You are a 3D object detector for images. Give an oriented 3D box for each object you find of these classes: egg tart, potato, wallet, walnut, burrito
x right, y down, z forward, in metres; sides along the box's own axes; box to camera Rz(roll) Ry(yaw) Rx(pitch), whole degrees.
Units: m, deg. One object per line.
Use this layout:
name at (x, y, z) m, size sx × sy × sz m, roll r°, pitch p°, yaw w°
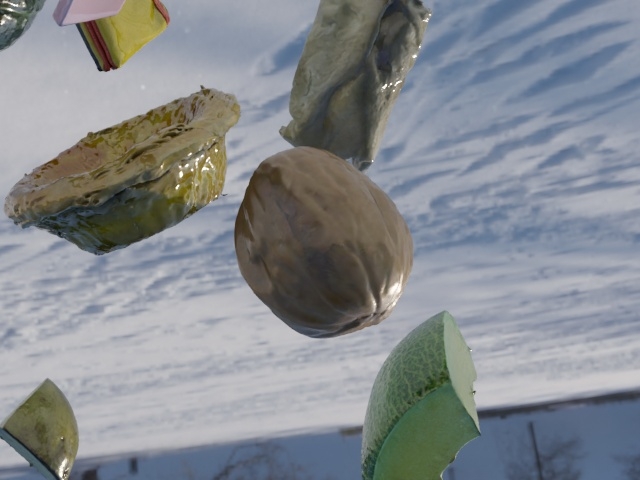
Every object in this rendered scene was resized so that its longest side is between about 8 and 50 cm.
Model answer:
egg tart at (-0.275, -0.093, 1.430) m, size 0.387 × 0.169 × 0.388 m, roll -24°, pitch -165°, yaw 7°
potato at (-0.408, 0.296, 1.482) m, size 0.081 × 0.149 × 0.120 m, roll -22°, pitch -156°, yaw 54°
wallet at (-0.285, -0.350, 1.209) m, size 0.067 × 0.241 × 0.141 m, roll -3°, pitch -147°, yaw 30°
walnut at (0.000, 0.000, 1.232) m, size 0.225 × 0.261 × 0.225 m, roll -30°, pitch 153°, yaw -17°
burrito at (0.062, -0.275, 1.621) m, size 0.190 × 0.332 × 0.135 m, roll 16°, pitch -175°, yaw -25°

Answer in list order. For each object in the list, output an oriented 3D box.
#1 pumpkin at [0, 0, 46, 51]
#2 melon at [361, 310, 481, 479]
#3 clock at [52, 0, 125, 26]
pumpkin at (-0.524, -0.423, 1.469) m, size 0.196 × 0.293 × 0.263 m, roll 12°, pitch -175°, yaw 29°
melon at (0.197, 0.285, 1.781) m, size 0.226 × 0.331 × 0.344 m, roll 11°, pitch -153°, yaw -6°
clock at (-0.264, -0.390, 0.875) m, size 0.080 × 0.275 × 0.290 m, roll -30°, pitch 156°, yaw -44°
